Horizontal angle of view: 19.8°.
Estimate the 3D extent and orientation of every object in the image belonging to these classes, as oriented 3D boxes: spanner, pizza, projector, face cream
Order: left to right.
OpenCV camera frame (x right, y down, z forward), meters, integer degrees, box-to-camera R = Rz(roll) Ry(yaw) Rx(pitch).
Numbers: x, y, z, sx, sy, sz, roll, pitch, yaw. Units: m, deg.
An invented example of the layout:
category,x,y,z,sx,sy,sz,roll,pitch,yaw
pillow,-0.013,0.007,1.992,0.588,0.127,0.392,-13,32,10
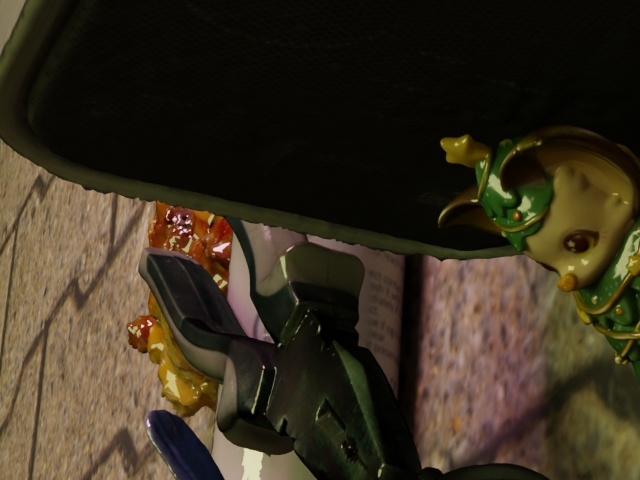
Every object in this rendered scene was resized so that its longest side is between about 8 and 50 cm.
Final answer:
category,x,y,z,sx,sy,sz,roll,pitch,yaw
pizza,-0.063,0.005,1.121,0.289,0.081,0.228,-128,52,-65
spanner,-0.023,0.036,0.788,0.095,0.040,0.325,-70,23,12
face cream,0.000,0.000,0.920,0.092,0.092,0.311,138,141,-61
projector,0.026,-0.158,0.677,0.248,0.248,0.249,136,142,-59

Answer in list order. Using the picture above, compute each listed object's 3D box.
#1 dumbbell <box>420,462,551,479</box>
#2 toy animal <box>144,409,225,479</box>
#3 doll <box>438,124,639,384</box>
category,x,y,z,sx,sy,sz,roll,pitch,yaw
dumbbell,0.073,0.134,0.622,0.254,0.082,0.081,-133,57,-69
toy animal,-0.007,0.186,0.706,0.239,0.176,0.255,11,-110,-69
doll,0.098,-0.013,0.615,0.076,0.113,0.078,-46,1,-29
